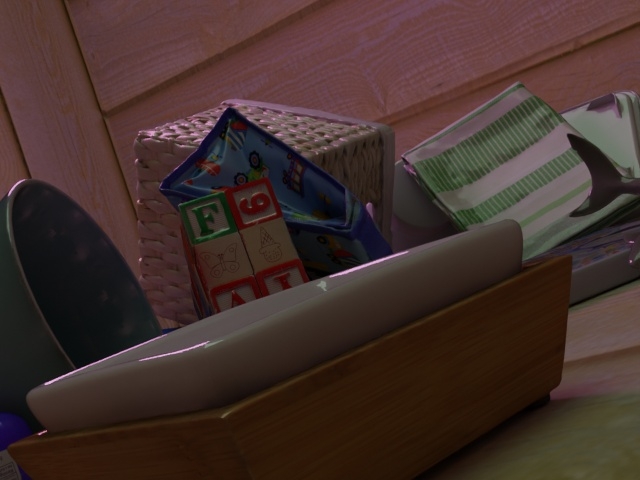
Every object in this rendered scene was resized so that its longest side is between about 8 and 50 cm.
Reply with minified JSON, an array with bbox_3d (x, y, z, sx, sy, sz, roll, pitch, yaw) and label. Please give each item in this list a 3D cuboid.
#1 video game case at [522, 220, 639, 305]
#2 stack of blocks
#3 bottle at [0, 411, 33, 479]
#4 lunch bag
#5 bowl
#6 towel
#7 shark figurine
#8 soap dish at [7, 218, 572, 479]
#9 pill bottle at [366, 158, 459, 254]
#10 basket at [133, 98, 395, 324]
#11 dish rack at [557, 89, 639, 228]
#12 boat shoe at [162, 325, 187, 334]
[{"bbox_3d":[0.307,0.028,1.166,0.329,0.036,0.300,-19,0,-21],"label":"video game case"},{"bbox_3d":[-0.067,0.083,0.989,0.087,0.171,0.297,-18,-19,-11],"label":"stack of blocks"},{"bbox_3d":[-0.376,0.231,0.833,0.118,0.092,0.283,-23,-3,38],"label":"bottle"},{"bbox_3d":[0.000,0.000,1.111,0.293,0.221,0.138,23,67,39],"label":"lunch bag"},{"bbox_3d":[-0.300,0.106,1.057,0.163,0.311,0.311,-28,-1,7],"label":"bowl"},{"bbox_3d":[0.288,-0.095,1.472,0.248,0.038,0.325,-32,44,-2],"label":"towel"},{"bbox_3d":[0.358,-0.061,1.020,0.166,0.116,0.278,-10,19,2],"label":"shark figurine"},{"bbox_3d":[-0.007,0.089,0.602,0.291,0.118,0.229,-18,-1,-43],"label":"soap dish"},{"bbox_3d":[0.156,-0.030,1.732,0.176,0.176,0.318,-19,-16,-9],"label":"pill bottle"},{"bbox_3d":[-0.084,-0.026,1.546,0.331,0.328,0.266,13,23,28],"label":"basket"},{"bbox_3d":[0.366,-0.100,1.543,0.333,0.285,0.072,-20,-45,28],"label":"dish rack"},{"bbox_3d":[-0.210,0.184,1.495,0.109,0.089,0.258,13,9,36],"label":"boat shoe"}]
